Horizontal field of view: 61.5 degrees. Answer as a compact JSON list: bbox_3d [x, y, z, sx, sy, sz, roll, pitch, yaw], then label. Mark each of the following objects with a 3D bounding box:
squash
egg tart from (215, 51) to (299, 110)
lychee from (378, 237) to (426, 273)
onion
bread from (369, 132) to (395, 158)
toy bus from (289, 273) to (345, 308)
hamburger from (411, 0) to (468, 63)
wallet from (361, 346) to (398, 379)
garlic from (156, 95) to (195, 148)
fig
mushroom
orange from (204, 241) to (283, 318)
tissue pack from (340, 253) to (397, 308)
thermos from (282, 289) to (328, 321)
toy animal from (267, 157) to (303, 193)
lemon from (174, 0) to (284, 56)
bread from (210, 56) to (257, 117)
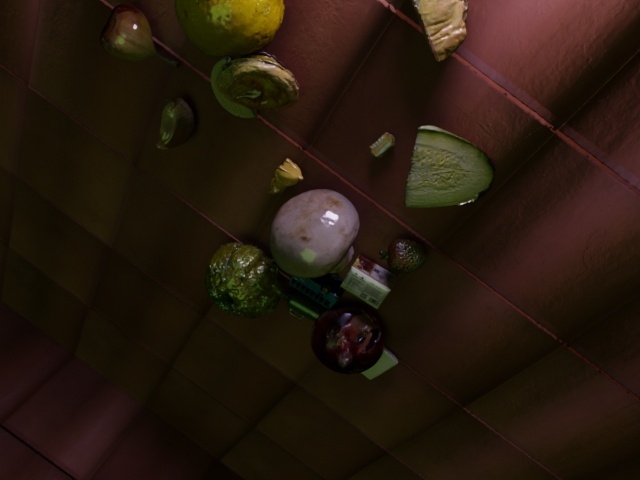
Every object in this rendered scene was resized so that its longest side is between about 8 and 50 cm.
[{"bbox_3d":[0.351,-0.186,1.432,0.155,0.204,0.236,35,135,32],"label":"squash"},{"bbox_3d":[-0.172,-0.449,1.511,0.241,0.105,0.241,5,164,2],"label":"egg tart"},{"bbox_3d":[0.254,0.048,1.672,0.147,0.114,0.114,-1,124,3],"label":"lychee"},{"bbox_3d":[0.097,0.364,1.892,0.272,0.195,0.272,0,112,-1],"label":"onion"},{"bbox_3d":[0.179,-0.272,1.535,0.049,0.034,0.088,51,127,6],"label":"bread"},{"bbox_3d":[-0.007,0.153,1.893,0.185,0.090,0.106,33,131,5],"label":"toy bus"},{"bbox_3d":[0.266,-0.560,1.242,0.131,0.124,0.262,-21,117,16],"label":"hamburger"},{"bbox_3d":[0.201,0.454,2.037,0.124,0.032,0.183,41,129,-4],"label":"wallet"},{"bbox_3d":[-0.465,-0.386,1.716,0.090,0.129,0.198,42,136,16],"label":"garlic"},{"bbox_3d":[-0.542,-0.587,1.604,0.231,0.143,0.160,39,100,-1],"label":"fig"},{"bbox_3d":[0.000,0.000,1.670,0.298,0.297,0.290,-9,139,32],"label":"mushroom"},{"bbox_3d":[-0.283,0.160,1.953,0.301,0.223,0.300,38,136,-3],"label":"orange"},{"bbox_3d":[0.161,0.135,1.786,0.149,0.099,0.106,31,129,4],"label":"tissue pack"},{"bbox_3d":[-0.056,0.245,1.994,0.188,0.073,0.083,29,131,8],"label":"thermos"},{"bbox_3d":[-0.124,-0.184,1.732,0.083,0.070,0.159,41,136,-7],"label":"toy animal"},{"bbox_3d":[-0.235,-0.594,1.369,0.310,0.258,0.257,-7,119,38],"label":"lemon"},{"bbox_3d":[-0.273,-0.455,1.635,0.112,0.036,0.193,-6,123,36],"label":"bread"}]
